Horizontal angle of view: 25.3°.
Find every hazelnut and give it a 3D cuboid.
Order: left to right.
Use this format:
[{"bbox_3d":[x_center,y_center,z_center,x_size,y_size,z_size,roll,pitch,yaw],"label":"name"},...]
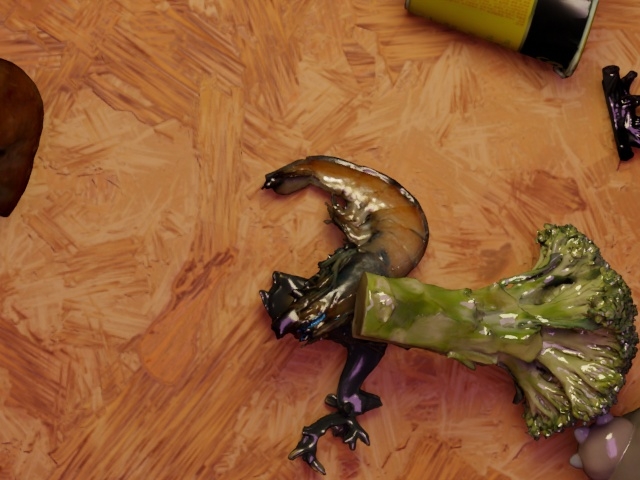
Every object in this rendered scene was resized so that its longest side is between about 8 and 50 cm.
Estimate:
[{"bbox_3d":[-0.443,-0.113,1.709,0.217,0.217,0.251,45,86,-4],"label":"hazelnut"}]

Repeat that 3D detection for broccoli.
[{"bbox_3d":[0.218,0.081,1.748,0.361,0.221,0.252,27,106,-26],"label":"broccoli"}]

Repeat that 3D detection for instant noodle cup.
[{"bbox_3d":[0.235,-0.335,1.805,0.236,0.215,0.216,14,88,3],"label":"instant noodle cup"}]

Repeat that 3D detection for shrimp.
[{"bbox_3d":[0.000,0.000,1.787,0.222,0.054,0.290,39,57,8],"label":"shrimp"}]

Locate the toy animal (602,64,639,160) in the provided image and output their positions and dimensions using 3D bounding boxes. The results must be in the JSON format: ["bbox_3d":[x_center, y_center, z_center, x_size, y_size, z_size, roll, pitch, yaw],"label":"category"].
[{"bbox_3d":[0.478,-0.189,1.862,0.210,0.117,0.121,-13,84,-5],"label":"toy animal"}]

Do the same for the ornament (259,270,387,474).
[{"bbox_3d":[-0.007,0.174,1.818,0.202,0.080,0.236,18,88,-10],"label":"ornament"}]

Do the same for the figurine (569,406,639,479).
[{"bbox_3d":[0.486,0.356,1.811,0.248,0.203,0.381,-26,93,-10],"label":"figurine"}]
